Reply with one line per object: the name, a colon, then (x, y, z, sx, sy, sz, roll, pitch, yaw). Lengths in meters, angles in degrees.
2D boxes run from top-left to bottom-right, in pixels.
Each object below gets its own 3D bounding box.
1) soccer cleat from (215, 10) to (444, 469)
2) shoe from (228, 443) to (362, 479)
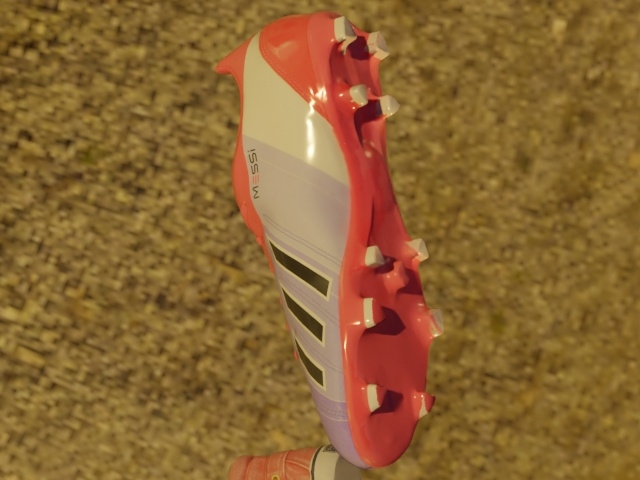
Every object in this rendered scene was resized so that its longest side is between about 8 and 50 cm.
soccer cleat: (0.000, 0.000, 0.904, 0.083, 0.095, 0.248, 13, 66, -55)
shoe: (-0.016, 0.218, 1.077, 0.063, 0.081, 0.178, 17, 68, -65)
